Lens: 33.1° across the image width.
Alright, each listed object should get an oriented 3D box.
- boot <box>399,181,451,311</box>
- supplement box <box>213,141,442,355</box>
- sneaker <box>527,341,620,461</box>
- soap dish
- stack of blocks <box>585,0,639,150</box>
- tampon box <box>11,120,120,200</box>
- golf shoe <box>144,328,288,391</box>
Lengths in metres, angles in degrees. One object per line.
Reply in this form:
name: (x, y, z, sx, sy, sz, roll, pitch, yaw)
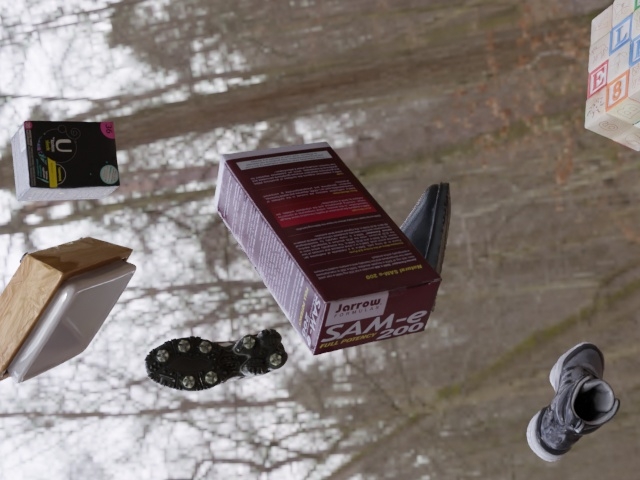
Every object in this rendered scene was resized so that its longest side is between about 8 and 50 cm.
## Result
boot: (0.100, 0.000, 1.761, 0.094, 0.207, 0.246, 76, -155, -58)
supplement box: (0.000, 0.000, 1.076, 0.239, 0.130, 0.073, 53, 142, 42)
sneaker: (0.471, 0.265, 1.900, 0.101, 0.153, 0.268, 39, -128, -2)
soap dish: (-0.455, 0.110, 1.855, 0.229, 0.118, 0.291, -56, -6, 13)
stack of blocks: (0.441, -0.250, 1.266, 0.297, 0.087, 0.171, -38, 36, 58)
tampon box: (-0.447, -0.139, 1.890, 0.161, 0.101, 0.120, -4, -100, -29)
golf shoe: (-0.201, 0.239, 2.061, 0.120, 0.273, 0.105, 127, 136, -68)
